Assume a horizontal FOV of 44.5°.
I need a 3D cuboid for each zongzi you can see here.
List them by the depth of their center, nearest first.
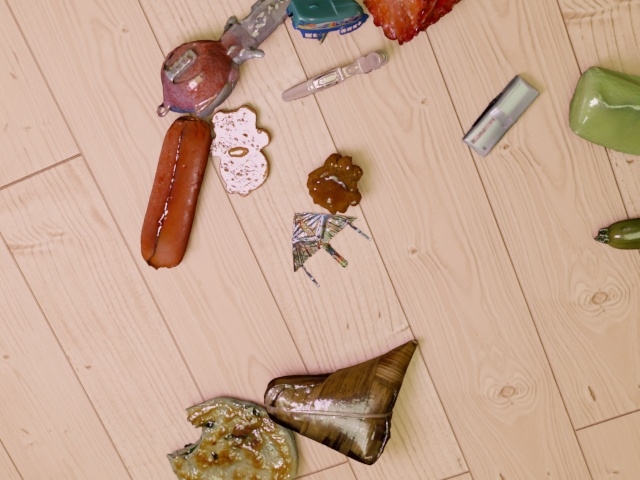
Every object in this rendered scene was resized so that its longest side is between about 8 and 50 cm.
[{"bbox_3d":[0.046,0.301,1.682,0.286,0.134,0.288,23,93,2],"label":"zongzi"}]

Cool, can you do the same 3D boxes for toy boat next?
[{"bbox_3d":[0.012,-0.416,1.494,0.175,0.110,0.091,-13,68,-24],"label":"toy boat"}]

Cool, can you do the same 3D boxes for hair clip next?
[{"bbox_3d":[0.025,-0.318,1.526,0.226,0.072,0.034,-20,101,10],"label":"hair clip"}]

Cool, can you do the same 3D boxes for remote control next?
[{"bbox_3d":[0.355,-0.245,1.546,0.065,0.029,0.166,37,105,-8],"label":"remote control"}]

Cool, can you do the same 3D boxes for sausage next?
[{"bbox_3d":[-0.297,-0.097,1.598,0.102,0.102,0.330,17,107,-1],"label":"sausage"}]

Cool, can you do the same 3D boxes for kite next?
[{"bbox_3d":[0.000,0.000,1.649,0.183,0.010,0.160,-42,100,13],"label":"kite"}]

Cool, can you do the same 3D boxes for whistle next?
[{"bbox_3d":[-0.188,-0.358,1.505,0.346,0.142,0.134,-42,125,5],"label":"whistle"}]

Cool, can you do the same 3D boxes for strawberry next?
[{"bbox_3d":[0.186,-0.488,1.437,0.178,0.234,0.234,-16,107,-23],"label":"strawberry"}]

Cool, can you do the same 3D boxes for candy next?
[{"bbox_3d":[0.653,-0.230,1.488,0.343,0.132,0.142,13,149,2],"label":"candy"}]

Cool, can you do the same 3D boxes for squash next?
[{"bbox_3d":[0.685,-0.018,1.568,0.258,0.069,0.069,-6,105,5],"label":"squash"}]

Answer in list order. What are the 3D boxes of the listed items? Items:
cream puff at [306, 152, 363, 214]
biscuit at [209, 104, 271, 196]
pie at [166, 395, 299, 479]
[{"bbox_3d":[0.031,-0.117,1.576,0.116,0.094,0.122,11,129,4],"label":"cream puff"},{"bbox_3d":[-0.160,-0.185,1.599,0.133,0.027,0.184,-22,105,10],"label":"biscuit"},{"bbox_3d":[-0.194,0.490,1.774,0.302,0.067,0.302,1,104,4],"label":"pie"}]
